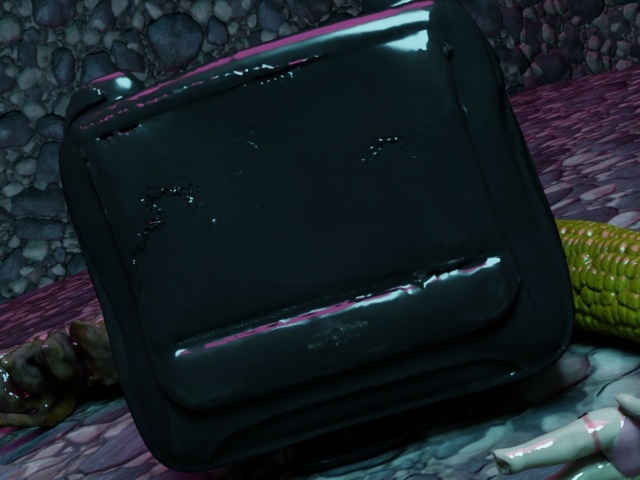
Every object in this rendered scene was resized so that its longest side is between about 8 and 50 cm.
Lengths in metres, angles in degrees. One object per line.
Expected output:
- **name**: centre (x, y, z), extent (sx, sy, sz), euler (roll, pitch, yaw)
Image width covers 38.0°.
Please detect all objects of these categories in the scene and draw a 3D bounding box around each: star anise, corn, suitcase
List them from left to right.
- **star anise**: centre (-0.310, 0.157, 1.152), extent (0.292, 0.109, 0.349), euler (-27, -1, 0)
- **suitcase**: centre (0.000, 0.000, 0.732), extent (0.345, 0.339, 0.188), euler (-17, 2, 6)
- **corn**: centre (0.232, 0.030, 0.796), extent (0.102, 0.102, 0.313), euler (-24, 11, -23)

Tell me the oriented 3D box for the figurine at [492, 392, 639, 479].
- **figurine**: centre (0.192, 0.116, 0.511), extent (0.187, 0.083, 0.083), euler (-13, 10, -1)
